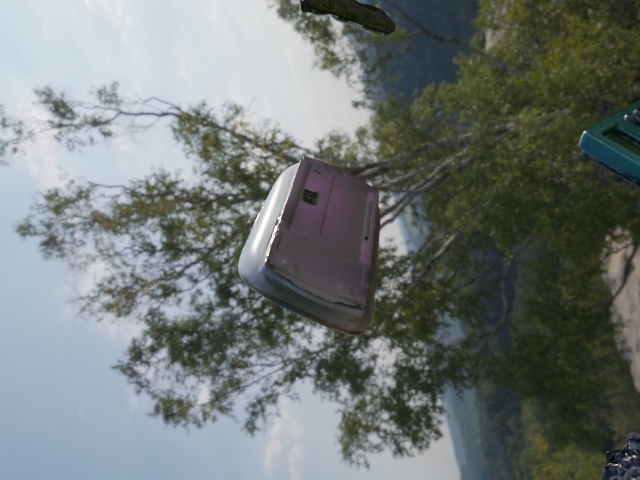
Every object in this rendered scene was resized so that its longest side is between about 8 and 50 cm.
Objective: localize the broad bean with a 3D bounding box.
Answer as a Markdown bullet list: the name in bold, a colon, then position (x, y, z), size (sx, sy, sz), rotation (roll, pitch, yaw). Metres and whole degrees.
- **broad bean**: position (0.051, -0.427, 1.097), size (0.254, 0.046, 0.065), rotation (-3, -123, -41)

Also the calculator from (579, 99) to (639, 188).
- **calculator**: position (0.641, -0.168, 1.051), size (0.248, 0.274, 0.058), rotation (46, 153, 34)

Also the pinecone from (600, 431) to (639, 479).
- **pinecone**: position (0.396, 0.281, 0.660), size (0.140, 0.120, 0.140), rotation (-177, 90, -72)

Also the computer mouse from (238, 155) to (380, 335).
- **computer mouse**: position (0.000, 0.000, 0.549), size (0.056, 0.125, 0.245), rotation (-60, 9, 32)
